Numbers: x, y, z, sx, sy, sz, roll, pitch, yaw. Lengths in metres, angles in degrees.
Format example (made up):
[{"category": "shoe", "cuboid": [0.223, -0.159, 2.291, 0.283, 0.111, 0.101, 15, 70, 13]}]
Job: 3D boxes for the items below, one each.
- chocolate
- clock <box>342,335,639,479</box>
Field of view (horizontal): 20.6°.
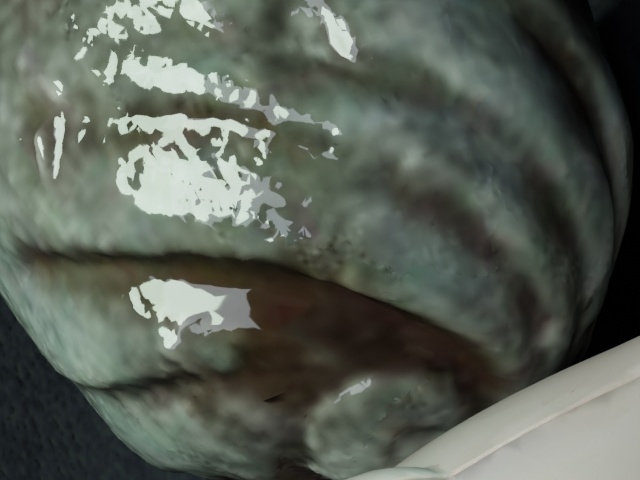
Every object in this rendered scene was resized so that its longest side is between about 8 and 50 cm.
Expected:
[{"category": "chocolate", "cuboid": [0.000, 0.000, 0.722, 0.303, 0.303, 0.213, -41, 56, 23]}, {"category": "clock", "cuboid": [0.137, 0.187, 0.612, 0.368, 0.250, 0.376, 39, 93, -12]}]
